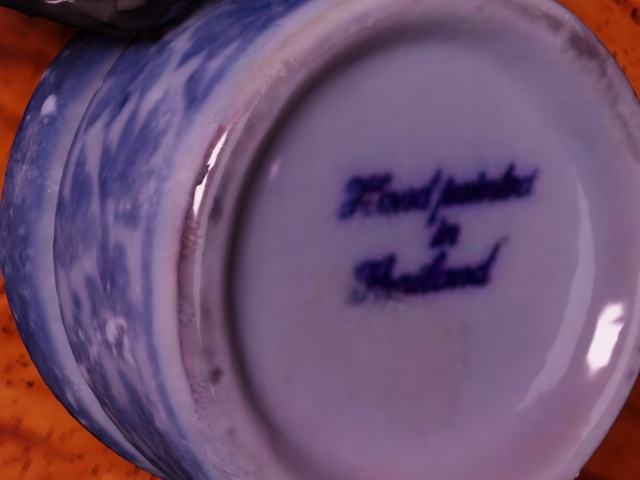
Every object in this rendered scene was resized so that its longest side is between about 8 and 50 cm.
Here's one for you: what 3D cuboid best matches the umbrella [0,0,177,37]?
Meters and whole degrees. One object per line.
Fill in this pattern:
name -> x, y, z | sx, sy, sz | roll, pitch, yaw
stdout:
umbrella -> -0.123, -0.123, 0.404 | 0.337, 0.128, 0.154 | -1, 108, -29

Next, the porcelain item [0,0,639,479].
porcelain item -> 0.000, 0.000, 0.504 | 0.147, 0.114, 0.147 | -6, 102, -32
